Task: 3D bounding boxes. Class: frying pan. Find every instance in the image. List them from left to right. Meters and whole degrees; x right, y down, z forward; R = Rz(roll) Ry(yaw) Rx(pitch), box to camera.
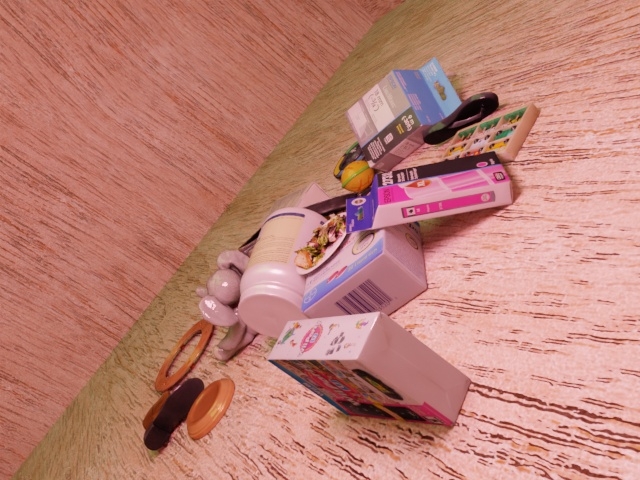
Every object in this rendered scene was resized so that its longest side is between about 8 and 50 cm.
[{"bbox_3d":[0.071,-0.118,1.810,0.326,0.053,0.197,-15,-2,-39],"label":"frying pan"}]

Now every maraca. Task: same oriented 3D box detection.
[{"bbox_3d":[0.135,-0.223,2.009,0.127,0.099,0.186,-35,-3,29],"label":"maraca"}]

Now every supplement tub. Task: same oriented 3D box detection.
[{"bbox_3d":[-0.090,0.090,1.657,0.235,0.235,0.324,-33,29,40],"label":"supplement tub"}]

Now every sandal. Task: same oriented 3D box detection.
[{"bbox_3d":[0.401,-0.330,1.654,0.254,0.097,0.054,-33,54,46],"label":"sandal"}]

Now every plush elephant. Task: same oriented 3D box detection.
[{"bbox_3d":[-0.281,0.192,1.866,0.330,0.255,0.271,-27,28,47],"label":"plush elephant"}]

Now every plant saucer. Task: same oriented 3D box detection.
[{"bbox_3d":[-0.333,0.491,1.741,0.200,0.037,0.200,-42,20,20],"label":"plant saucer"}]

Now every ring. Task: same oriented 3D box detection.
[{"bbox_3d":[-0.520,0.441,2.266,0.336,0.032,0.336,-43,19,18],"label":"ring"}]

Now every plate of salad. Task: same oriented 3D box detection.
[{"bbox_3d":[0.000,0.000,1.477,0.200,0.048,0.200,-43,19,18],"label":"plate of salad"}]

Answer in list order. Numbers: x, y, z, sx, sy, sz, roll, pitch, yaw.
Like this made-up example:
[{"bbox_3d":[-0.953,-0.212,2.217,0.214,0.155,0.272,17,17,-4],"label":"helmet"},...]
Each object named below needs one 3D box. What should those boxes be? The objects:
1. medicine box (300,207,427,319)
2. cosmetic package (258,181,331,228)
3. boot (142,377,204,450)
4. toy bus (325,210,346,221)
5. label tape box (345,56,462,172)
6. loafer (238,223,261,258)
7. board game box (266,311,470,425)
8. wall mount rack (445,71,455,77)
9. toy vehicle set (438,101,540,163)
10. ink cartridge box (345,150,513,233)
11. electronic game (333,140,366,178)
[{"bbox_3d":[0.105,0.062,1.432,0.263,0.149,0.289,-39,21,25],"label":"medicine box"},{"bbox_3d":[-0.089,-0.095,2.198,0.153,0.129,0.296,-56,19,-25],"label":"cosmetic package"},{"bbox_3d":[-0.493,0.551,1.958,0.264,0.096,0.280,-60,13,-10],"label":"boot"},{"bbox_3d":[0.036,-0.066,1.901,0.202,0.104,0.191,-55,20,-16],"label":"toy bus"},{"bbox_3d":[0.263,-0.415,1.892,0.334,0.106,0.240,-38,61,31],"label":"label tape box"},{"bbox_3d":[-0.241,-0.033,2.481,0.267,0.084,0.096,-54,19,-14],"label":"loafer"},{"bbox_3d":[0.075,0.232,1.054,0.303,0.224,0.097,-18,38,57],"label":"board game box"},{"bbox_3d":[0.313,-0.510,2.133,0.304,0.130,0.350,-56,20,-10],"label":"wall mount rack"},{"bbox_3d":[0.419,-0.248,1.509,0.166,0.035,0.267,-57,20,-22],"label":"toy vehicle set"},{"bbox_3d":[0.233,-0.111,1.344,0.371,0.069,0.175,-12,29,10],"label":"ink cartridge box"},{"bbox_3d":[0.135,-0.329,2.280,0.229,0.048,0.229,-42,19,19],"label":"electronic game"}]
